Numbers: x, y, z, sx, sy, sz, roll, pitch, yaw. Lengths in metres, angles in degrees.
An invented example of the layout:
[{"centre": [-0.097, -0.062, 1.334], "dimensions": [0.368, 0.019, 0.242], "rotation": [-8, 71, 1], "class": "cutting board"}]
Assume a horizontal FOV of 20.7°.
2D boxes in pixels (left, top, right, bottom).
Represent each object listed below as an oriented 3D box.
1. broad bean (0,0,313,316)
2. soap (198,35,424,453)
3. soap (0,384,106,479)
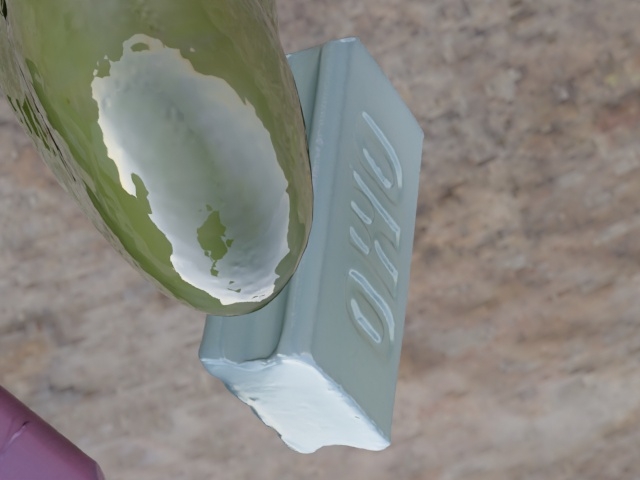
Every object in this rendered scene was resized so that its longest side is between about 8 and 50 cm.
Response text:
[{"centre": [-0.070, -0.066, 0.650], "dimensions": [0.121, 0.263, 0.189], "rotation": [-18, 115, 1], "class": "broad bean"}, {"centre": [0.000, 0.000, 0.933], "dimensions": [0.066, 0.198, 0.119], "rotation": [-6, 148, 23], "class": "soap"}, {"centre": [-0.196, 0.207, 1.027], "dimensions": [0.193, 0.324, 0.109], "rotation": [-48, 156, -16], "class": "soap"}]
